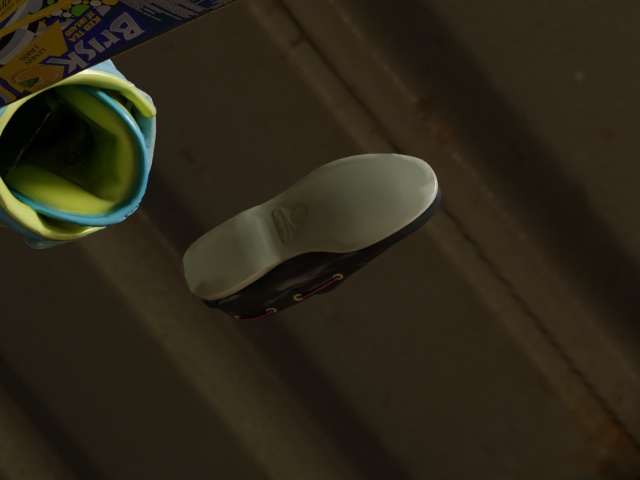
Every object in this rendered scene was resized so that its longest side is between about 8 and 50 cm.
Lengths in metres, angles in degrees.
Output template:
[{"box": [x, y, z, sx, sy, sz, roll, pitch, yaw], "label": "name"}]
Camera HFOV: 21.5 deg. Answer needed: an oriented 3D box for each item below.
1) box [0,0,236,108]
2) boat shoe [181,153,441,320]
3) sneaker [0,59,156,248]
[{"box": [-0.114, -0.107, 0.722, 0.169, 0.054, 0.059, -20, -113, 27], "label": "box"}, {"box": [0.000, -0.002, 0.799, 0.133, 0.049, 0.042, -25, -34, 19], "label": "boat shoe"}, {"box": [-0.161, -0.066, 1.015, 0.208, 0.319, 0.127, 27, -79, 20], "label": "sneaker"}]
